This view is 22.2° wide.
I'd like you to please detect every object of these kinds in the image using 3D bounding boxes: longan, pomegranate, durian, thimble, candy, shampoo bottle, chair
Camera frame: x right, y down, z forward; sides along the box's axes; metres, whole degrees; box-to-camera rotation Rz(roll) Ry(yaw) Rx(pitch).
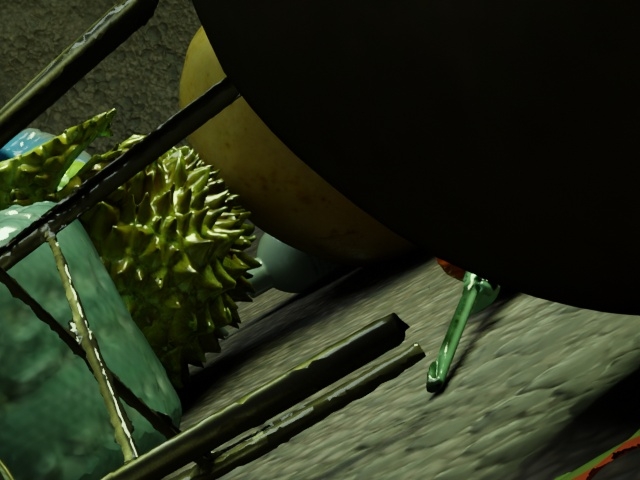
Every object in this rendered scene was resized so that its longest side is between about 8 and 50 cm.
[{"bbox_3d":[0.079,-0.086,0.444,0.246,0.246,0.215,-26,43,35],"label":"longan"},{"bbox_3d":[0.025,-0.091,1.059,0.233,0.233,0.233,-29,4,2],"label":"pomegranate"},{"bbox_3d":[-0.136,0.022,0.973,0.200,0.176,0.237,-47,-3,-16],"label":"durian"},{"bbox_3d":[-0.178,0.083,0.756,0.198,0.143,0.235,-29,3,19],"label":"thimble"},{"bbox_3d":[0.063,0.021,0.678,0.056,0.049,0.184,-35,10,23],"label":"candy"},{"bbox_3d":[0.000,0.000,1.180,0.195,0.056,0.056,-29,4,-13],"label":"shampoo bottle"},{"bbox_3d":[-0.137,0.072,0.527,0.326,0.159,0.170,-37,-11,2],"label":"chair"}]

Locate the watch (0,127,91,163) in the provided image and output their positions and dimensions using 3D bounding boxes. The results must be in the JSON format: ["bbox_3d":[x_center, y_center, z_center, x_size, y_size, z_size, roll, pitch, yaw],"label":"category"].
[{"bbox_3d":[-0.271,0.065,1.245,0.305,0.241,0.274,-35,14,51],"label":"watch"}]

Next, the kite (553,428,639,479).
[{"bbox_3d":[0.117,0.026,0.365,0.159,0.010,0.190,-24,0,12],"label":"kite"}]
